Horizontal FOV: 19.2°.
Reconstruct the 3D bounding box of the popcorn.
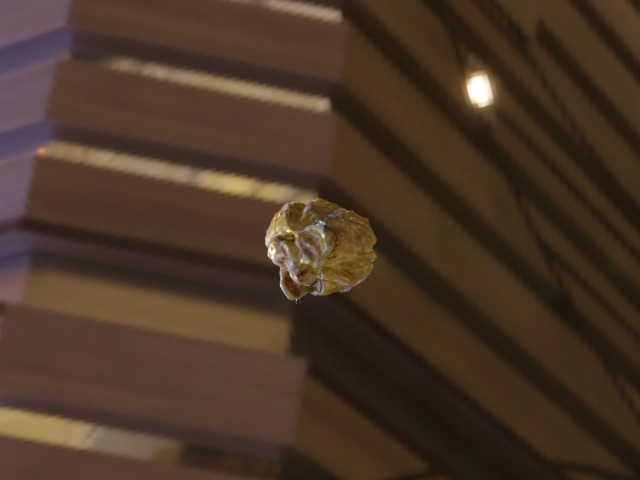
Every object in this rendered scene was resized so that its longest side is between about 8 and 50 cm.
[{"bbox_3d":[0.000,0.000,1.373,0.084,0.084,0.084,26,-122,-51],"label":"popcorn"}]
